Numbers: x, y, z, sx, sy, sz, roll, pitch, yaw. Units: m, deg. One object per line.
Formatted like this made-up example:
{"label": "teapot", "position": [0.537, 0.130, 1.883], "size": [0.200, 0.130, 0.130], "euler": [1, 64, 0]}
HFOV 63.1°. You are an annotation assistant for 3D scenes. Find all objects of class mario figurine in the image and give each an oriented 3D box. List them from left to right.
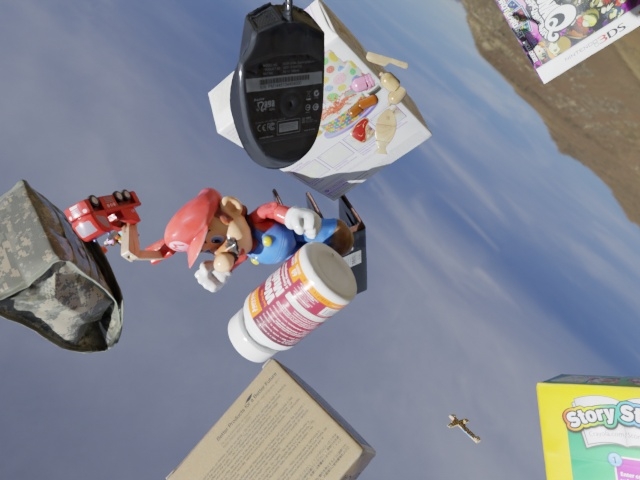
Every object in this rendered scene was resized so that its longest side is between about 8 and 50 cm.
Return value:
{"label": "mario figurine", "position": [-0.106, 0.020, 0.901], "size": [0.321, 0.198, 0.170], "euler": [8, -167, -26]}

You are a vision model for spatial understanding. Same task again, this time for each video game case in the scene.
{"label": "video game case", "position": [0.427, -0.429, 0.899], "size": [0.232, 0.210, 0.042], "euler": [53, -155, -14]}

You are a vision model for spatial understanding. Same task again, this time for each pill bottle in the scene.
{"label": "pill bottle", "position": [-0.053, 0.110, 0.888], "size": [0.121, 0.221, 0.121], "euler": [36, -151, -24]}

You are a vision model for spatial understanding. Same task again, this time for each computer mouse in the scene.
{"label": "computer mouse", "position": [-0.030, -0.163, 0.334], "size": [0.071, 0.242, 0.041], "euler": [-15, -148, -34]}

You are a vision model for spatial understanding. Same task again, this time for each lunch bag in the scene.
{"label": "lunch bag", "position": [-0.499, 0.067, 1.001], "size": [0.235, 0.169, 0.287], "euler": [49, 170, 32]}

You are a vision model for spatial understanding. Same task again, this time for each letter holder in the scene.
{"label": "letter holder", "position": [0.000, 0.000, 1.278], "size": [0.302, 0.152, 0.214], "euler": [80, 164, -58]}

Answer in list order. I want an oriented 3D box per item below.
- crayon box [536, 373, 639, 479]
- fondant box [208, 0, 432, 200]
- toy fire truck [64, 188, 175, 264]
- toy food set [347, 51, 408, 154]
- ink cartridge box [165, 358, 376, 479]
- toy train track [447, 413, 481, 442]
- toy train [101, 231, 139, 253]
{"label": "crayon box", "position": [0.477, 0.334, 0.638], "size": [0.106, 0.363, 0.313], "euler": [7, -103, -44]}
{"label": "fondant box", "position": [0.012, -0.215, 0.901], "size": [0.330, 0.238, 0.096], "euler": [24, -140, -52]}
{"label": "toy fire truck", "position": [-0.323, -0.014, 0.870], "size": [0.135, 0.047, 0.192], "euler": [64, -164, -5]}
{"label": "toy food set", "position": [0.071, -0.183, 0.697], "size": [0.078, 0.122, 0.019], "euler": [16, -163, -2]}
{"label": "ink cartridge box", "position": [-0.070, 0.323, 0.742], "size": [0.193, 0.234, 0.088], "euler": [38, 173, 31]}
{"label": "toy train track", "position": [0.276, 0.356, 0.997], "size": [0.048, 0.014, 0.083], "euler": [-8, -160, -23]}
{"label": "toy train", "position": [-0.496, 0.011, 1.254], "size": [0.046, 0.166, 0.125], "euler": [47, -139, -15]}
